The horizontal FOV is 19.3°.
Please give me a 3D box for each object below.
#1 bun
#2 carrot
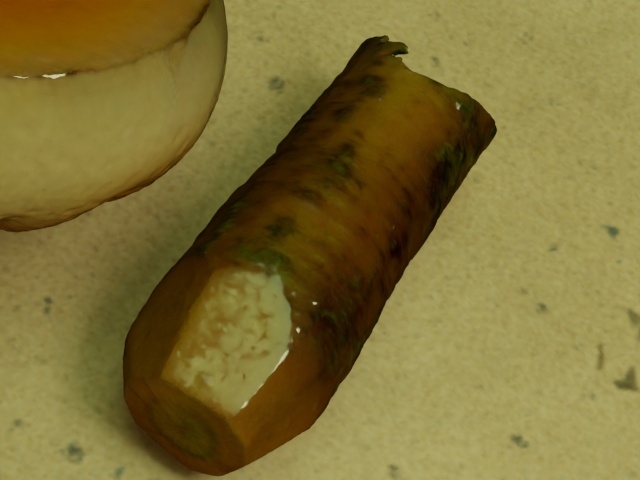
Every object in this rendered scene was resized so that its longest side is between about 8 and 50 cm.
[{"bbox_3d":[-0.206,-0.104,1.033,0.299,0.164,0.299,11,37,-8],"label":"bun"},{"bbox_3d":[0.000,0.000,1.055,0.114,0.114,0.302,31,53,6],"label":"carrot"}]
